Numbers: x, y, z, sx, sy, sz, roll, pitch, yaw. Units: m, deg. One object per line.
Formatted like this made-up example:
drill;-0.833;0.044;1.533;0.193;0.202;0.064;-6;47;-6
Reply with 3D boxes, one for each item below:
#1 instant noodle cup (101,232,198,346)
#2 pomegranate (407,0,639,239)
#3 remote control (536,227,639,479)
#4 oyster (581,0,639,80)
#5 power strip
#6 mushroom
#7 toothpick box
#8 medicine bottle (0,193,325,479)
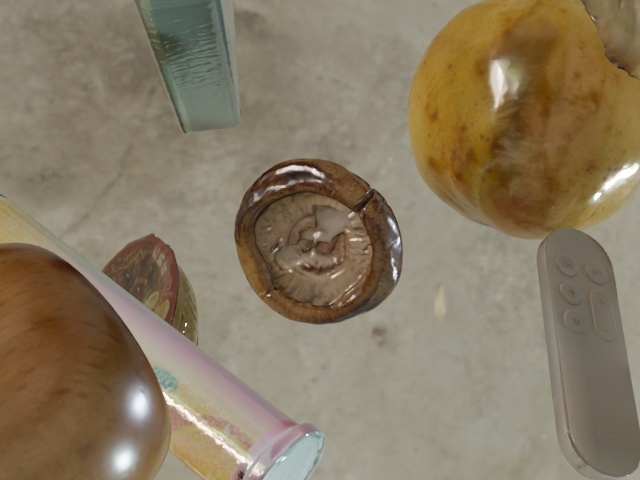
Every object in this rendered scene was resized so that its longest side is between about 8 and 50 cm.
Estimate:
instant noodle cup;-0.222;0.133;1.411;0.091;0.274;0.274;27;74;-33
pomegranate;0.237;-0.137;1.241;0.307;0.307;0.307;-1;92;-40
remote control;0.235;0.095;1.001;0.077;0.022;0.245;14;53;-19
oyster;0.199;-0.147;0.620;0.166;0.110;0.341;1;55;-31
power strip;-0.096;-0.205;0.811;0.059;0.265;0.194;-4;75;-1
mushroom;0.000;0.000;0.785;0.052;0.123;0.123;-68;138;-64
toothpick box;-0.217;0.130;0.502;0.294;0.192;0.192;-36;113;-32
medicine bottle;-0.191;0.103;1.083;0.108;0.426;0.108;-42;152;-28
